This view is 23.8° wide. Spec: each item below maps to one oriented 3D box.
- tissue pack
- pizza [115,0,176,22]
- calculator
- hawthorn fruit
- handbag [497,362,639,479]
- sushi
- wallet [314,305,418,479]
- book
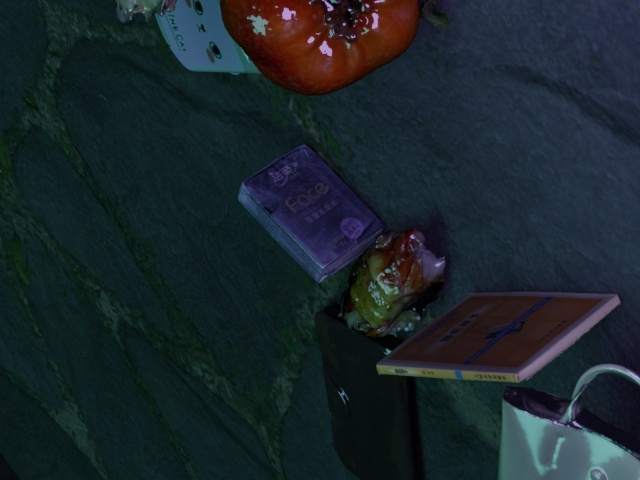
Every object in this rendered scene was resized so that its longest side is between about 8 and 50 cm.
[{"bbox_3d":[-0.013,-0.034,1.877,0.156,0.112,0.051,45,148,17],"label":"tissue pack"},{"bbox_3d":[-0.127,-0.466,1.564,0.392,0.080,0.434,-4,99,51],"label":"pizza"},{"bbox_3d":[-0.122,-0.272,1.870,0.246,0.045,0.141,11,128,50],"label":"calculator"},{"bbox_3d":[-0.011,-0.271,1.584,0.243,0.207,0.207,-119,11,-61],"label":"hawthorn fruit"},{"bbox_3d":[0.280,0.260,1.543,0.241,0.109,0.315,24,137,25],"label":"handbag"},{"bbox_3d":[0.091,0.057,1.842,0.226,0.103,0.097,116,143,-59],"label":"sushi"},{"bbox_3d":[0.067,0.234,2.099,0.165,0.042,0.309,28,140,37],"label":"wallet"},{"bbox_3d":[0.191,0.103,1.663,0.242,0.170,0.018,-3,116,55],"label":"book"}]
